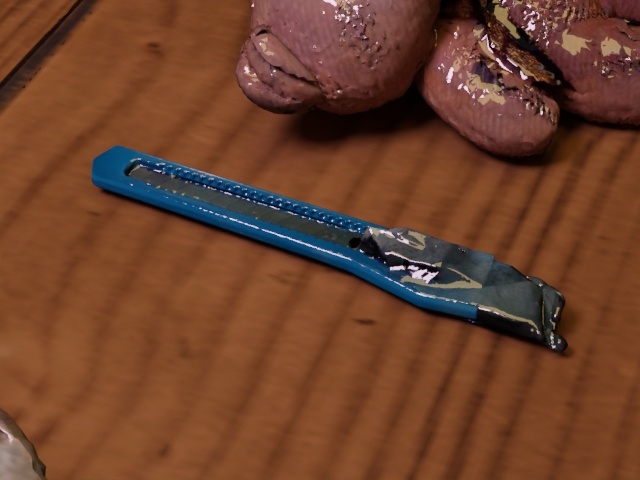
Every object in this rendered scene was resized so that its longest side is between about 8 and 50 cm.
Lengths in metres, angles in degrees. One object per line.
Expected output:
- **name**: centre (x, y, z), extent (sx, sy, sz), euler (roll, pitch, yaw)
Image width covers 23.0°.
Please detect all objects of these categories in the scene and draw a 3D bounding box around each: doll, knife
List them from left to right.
- **knife**: centre (0.000, -0.001, 0.862), extent (0.296, 0.026, 0.044), euler (18, 56, 19)
- **doll**: centre (0.104, -0.156, 0.938), extent (0.303, 0.156, 0.201), euler (4, 53, 0)

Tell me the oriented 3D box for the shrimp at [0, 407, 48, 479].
- **shrimp**: centre (-0.299, 0.116, 0.647), extent (0.446, 0.110, 0.221), euler (15, 64, 16)
